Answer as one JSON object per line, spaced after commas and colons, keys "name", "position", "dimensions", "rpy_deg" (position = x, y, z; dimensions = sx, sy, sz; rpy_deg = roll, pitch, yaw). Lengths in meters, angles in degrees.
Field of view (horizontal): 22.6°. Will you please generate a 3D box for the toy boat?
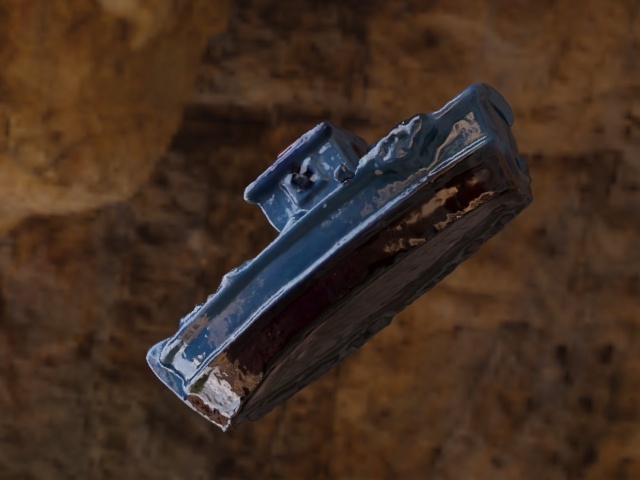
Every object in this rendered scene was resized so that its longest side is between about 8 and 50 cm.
{"name": "toy boat", "position": [0.000, 0.000, 0.780], "dimensions": [0.097, 0.223, 0.100], "rpy_deg": [57, -164, 23]}
